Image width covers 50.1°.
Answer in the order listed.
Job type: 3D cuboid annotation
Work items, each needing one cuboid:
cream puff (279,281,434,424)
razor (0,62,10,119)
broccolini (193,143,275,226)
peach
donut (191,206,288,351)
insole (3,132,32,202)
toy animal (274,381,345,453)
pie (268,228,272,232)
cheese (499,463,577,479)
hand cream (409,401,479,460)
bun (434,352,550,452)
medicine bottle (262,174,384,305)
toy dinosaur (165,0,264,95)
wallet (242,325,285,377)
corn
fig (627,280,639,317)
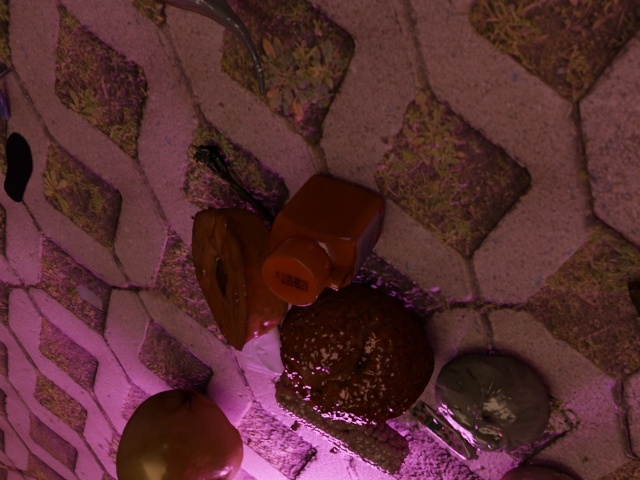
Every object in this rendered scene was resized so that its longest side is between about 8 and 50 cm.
[{"bbox_3d":[0.054,0.225,1.289,0.302,0.212,0.303,18,131,22],"label":"cream puff"},{"bbox_3d":[-0.682,-0.306,1.453,0.040,0.068,0.135,30,147,12],"label":"razor"},{"bbox_3d":[-0.156,-0.095,1.290,0.044,0.042,0.218,-26,110,43],"label":"broccolini"},{"bbox_3d":[-0.369,0.541,1.758,0.281,0.314,0.316,38,149,51],"label":"peach"},{"bbox_3d":[-0.151,0.060,1.294,0.277,0.108,0.278,40,138,50],"label":"donut"},{"bbox_3d":[-0.714,-0.166,1.612,0.080,0.003,0.232,37,136,2],"label":"insole"},{"bbox_3d":[-0.016,0.419,1.598,0.241,0.057,0.099,35,135,5],"label":"toy animal"},{"bbox_3d":[-0.094,0.014,1.351,0.085,0.017,0.085,16,131,20],"label":"pie"},{"bbox_3d":[0.414,0.546,1.413,0.163,0.082,0.286,43,138,-4],"label":"cheese"},{"bbox_3d":[0.262,0.401,1.430,0.165,0.037,0.057,38,136,9],"label":"hand cream"},{"bbox_3d":[0.309,0.308,1.255,0.212,0.126,0.204,-13,114,40],"label":"bun"},{"bbox_3d":[0.000,0.001,1.135,0.149,0.222,0.112,20,133,17],"label":"medicine bottle"},{"bbox_3d":[-0.184,-0.399,1.028,0.205,0.092,0.393,-21,113,41],"label":"toy dinosaur"},{"bbox_3d":[-0.136,0.236,1.546,0.124,0.032,0.183,12,131,27],"label":"wallet"},{"bbox_3d":[0.047,0.394,1.495,0.335,0.127,0.127,38,136,-2],"label":"corn"},{"bbox_3d":[0.525,0.135,0.973,0.185,0.133,0.126,50,171,-6],"label":"fig"}]
